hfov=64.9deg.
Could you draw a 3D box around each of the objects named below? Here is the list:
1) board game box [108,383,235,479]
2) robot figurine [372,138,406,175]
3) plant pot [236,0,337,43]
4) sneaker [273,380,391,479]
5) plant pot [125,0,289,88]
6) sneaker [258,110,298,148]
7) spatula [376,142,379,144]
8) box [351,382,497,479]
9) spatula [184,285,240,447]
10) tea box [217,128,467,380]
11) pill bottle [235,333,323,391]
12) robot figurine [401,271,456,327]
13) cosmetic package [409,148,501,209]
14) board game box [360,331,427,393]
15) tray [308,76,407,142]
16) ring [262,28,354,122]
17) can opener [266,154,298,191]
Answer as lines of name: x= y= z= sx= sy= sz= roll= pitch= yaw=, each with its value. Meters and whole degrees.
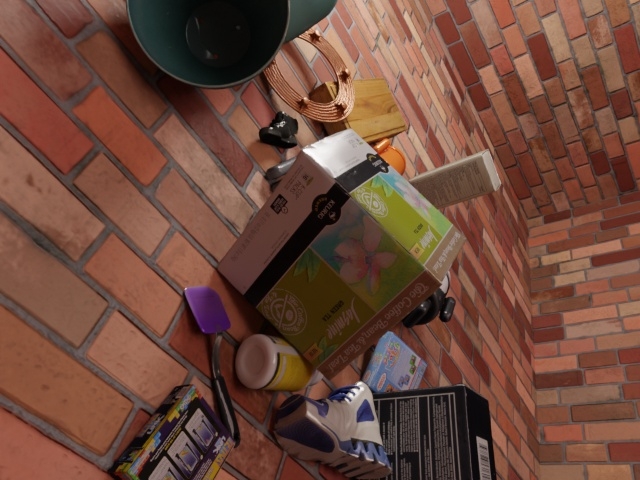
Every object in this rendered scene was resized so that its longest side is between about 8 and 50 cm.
board game box: x=-0.224 y=0.338 z=0.792 sx=0.141 sy=0.048 sz=0.170 roll=63 pitch=33 yaw=-19
robot figurine: x=0.202 y=-0.229 z=1.617 sx=0.158 sy=0.128 sz=0.219 roll=51 pitch=37 yaw=-10
plant pot: x=-0.129 y=-0.585 z=1.158 sx=0.293 sy=0.293 sz=0.235 roll=53 pitch=49 yaw=-28
sneaker: x=0.030 y=0.386 z=1.102 sx=0.315 sy=0.127 sz=0.182 roll=41 pitch=31 yaw=-32
plant pot: x=-0.212 y=-0.434 z=1.000 sx=0.195 sy=0.290 sz=0.290 roll=-138 pitch=-155 yaw=-81
sneaker: x=-0.104 y=-0.283 z=1.258 sx=0.170 sy=0.051 sz=0.089 roll=5 pitch=71 yaw=-61
spatula: x=0.133 y=-0.404 z=1.699 sx=0.242 sy=0.019 sz=0.168 roll=14 pitch=58 yaw=-53
box: x=0.239 y=0.512 z=1.179 sx=0.183 sy=0.294 sz=0.296 roll=38 pitch=46 yaw=-45
spatula: x=-0.185 y=0.225 z=0.917 sx=0.084 sy=0.030 sz=0.296 roll=0 pitch=75 yaw=-59
tea box: x=0.038 y=0.026 z=0.976 sx=0.323 sy=0.329 sz=0.220 roll=43 pitch=33 yaw=5
pill bottle: x=-0.073 y=0.248 z=1.007 sx=0.184 sy=0.103 sz=0.103 roll=25 pitch=56 yaw=-49
robot figurine: x=0.303 y=0.148 z=1.553 sx=0.278 sy=0.174 sz=0.209 roll=-44 pitch=120 yaw=-54
cosmetic package: x=0.512 y=-0.222 z=1.923 sx=0.129 sy=0.296 sz=0.153 roll=-34 pitch=105 yaw=-55
board game box: x=0.207 y=0.366 z=1.386 sx=0.211 sy=0.039 sz=0.160 roll=44 pitch=65 yaw=-38
tray: x=0.139 y=-0.412 z=1.622 sx=0.411 sy=0.076 sz=0.202 roll=-30 pitch=96 yaw=-55
ring: x=-0.029 y=-0.476 z=1.388 sx=0.337 sy=0.032 sz=0.336 roll=18 pitch=59 yaw=-33
can opener: x=-0.034 y=-0.193 z=1.290 sx=0.280 sy=0.093 sz=0.074 roll=-35 pitch=106 yaw=-51
